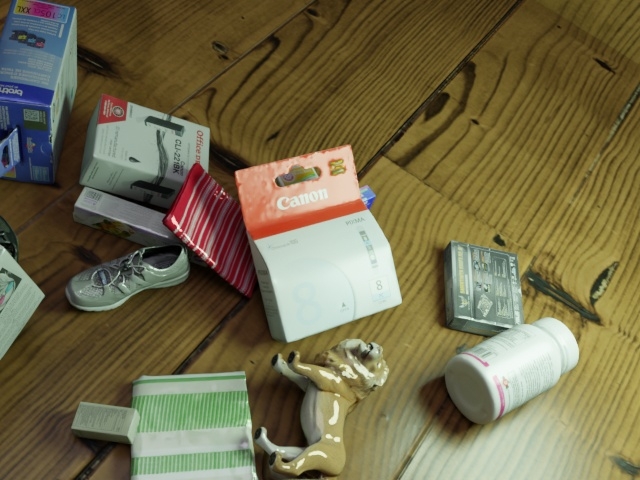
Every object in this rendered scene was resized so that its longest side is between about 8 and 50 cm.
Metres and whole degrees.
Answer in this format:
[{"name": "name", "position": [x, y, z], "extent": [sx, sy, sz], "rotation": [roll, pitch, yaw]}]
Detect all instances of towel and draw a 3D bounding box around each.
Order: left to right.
[{"name": "towel", "position": [-0.247, 0.413, 1.636], "extent": [0.247, 0.038, 0.325], "rotation": [0, 57, -16]}, {"name": "towel", "position": [-0.222, -0.025, 1.875], "extent": [0.275, 0.031, 0.199], "rotation": [44, 44, -26]}]

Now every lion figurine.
[{"name": "lion figurine", "position": [0.006, 0.363, 1.695], "extent": [0.240, 0.142, 0.392], "rotation": [29, 59, -23]}]

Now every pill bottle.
[{"name": "pill bottle", "position": [0.433, 0.284, 1.870], "extent": [0.283, 0.160, 0.160], "rotation": [-20, 63, -29]}]

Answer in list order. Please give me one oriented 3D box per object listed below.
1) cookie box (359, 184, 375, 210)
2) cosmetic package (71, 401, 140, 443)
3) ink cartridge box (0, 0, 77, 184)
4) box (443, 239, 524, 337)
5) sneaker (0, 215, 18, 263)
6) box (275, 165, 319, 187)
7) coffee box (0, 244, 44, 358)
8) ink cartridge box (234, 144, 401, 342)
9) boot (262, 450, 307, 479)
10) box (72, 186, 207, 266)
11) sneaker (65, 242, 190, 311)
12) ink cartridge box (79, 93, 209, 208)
[{"name": "cookie box", "position": [0.078, -0.076, 2.051], "extent": [0.091, 0.107, 0.040], "rotation": [-25, 66, -32]}, {"name": "cosmetic package", "position": [-0.411, 0.350, 1.604], "extent": [0.115, 0.041, 0.060], "rotation": [7, 54, 8]}, {"name": "ink cartridge box", "position": [-0.653, -0.315, 1.886], "extent": [0.151, 0.270, 0.396], "rotation": [6, 53, -12]}, {"name": "box", "position": [0.397, 0.121, 2.044], "extent": [0.183, 0.056, 0.231], "rotation": [11, 52, -10]}, {"name": "sneaker", "position": [-0.669, 0.012, 1.734], "extent": [0.087, 0.130, 0.228], "rotation": [-4, 54, -23]}, {"name": "box", "position": [-0.038, -0.069, 2.004], "extent": [0.103, 0.114, 0.203], "rotation": [-16, 63, -26]}, {"name": "coffee box", "position": [-0.745, 0.117, 1.447], "extent": [0.337, 0.334, 0.338], "rotation": [29, 72, 3]}, {"name": "ink cartridge box", "position": [0.000, 0.000, 1.859], "extent": [0.308, 0.091, 0.385], "rotation": [-16, 98, -27]}, {"name": "boot", "position": [-0.069, 0.467, 1.654], "extent": [0.086, 0.042, 0.119], "rotation": [12, 53, -18]}, {"name": "box", "position": [-0.395, -0.030, 1.893], "extent": [0.323, 0.063, 0.067], "rotation": [19, 52, -4]}, {"name": "sneaker", "position": [-0.410, 0.060, 1.788], "extent": [0.281, 0.115, 0.105], "rotation": [-21, 64, -29]}, {"name": "ink cartridge box", "position": [-0.402, -0.198, 1.943], "extent": [0.272, 0.114, 0.197], "rotation": [16, 50, -25]}]
